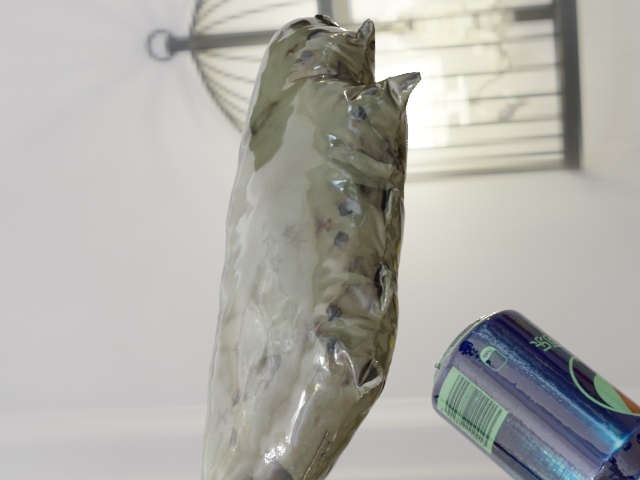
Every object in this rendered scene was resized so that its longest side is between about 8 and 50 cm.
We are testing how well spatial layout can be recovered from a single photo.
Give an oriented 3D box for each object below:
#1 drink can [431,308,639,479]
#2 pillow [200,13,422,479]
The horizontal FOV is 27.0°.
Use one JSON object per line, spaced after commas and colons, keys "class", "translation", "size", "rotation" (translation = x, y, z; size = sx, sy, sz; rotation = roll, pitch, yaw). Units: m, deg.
{"class": "drink can", "translation": [0.195, 0.155, 1.117], "size": [0.205, 0.118, 0.118], "rotation": [41, 161, 30]}
{"class": "pillow", "translation": [0.000, 0.001, 0.504], "size": [0.051, 0.093, 0.241], "rotation": [28, -125, -31]}
